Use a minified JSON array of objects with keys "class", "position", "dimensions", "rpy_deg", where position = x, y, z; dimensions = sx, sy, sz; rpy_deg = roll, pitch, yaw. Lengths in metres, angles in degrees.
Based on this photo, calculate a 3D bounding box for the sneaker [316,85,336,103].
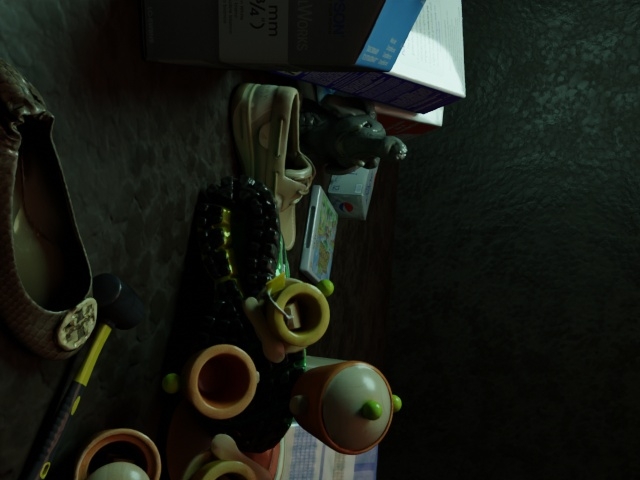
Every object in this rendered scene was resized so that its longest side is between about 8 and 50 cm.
[{"class":"sneaker","position":[0.026,-0.343,1.265],"dimensions":[0.162,0.073,0.063],"rpy_deg":[69,29,-61]}]

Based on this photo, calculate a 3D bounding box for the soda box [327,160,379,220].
[{"class":"soda box","position":[0.095,-0.189,1.565],"dimensions":[0.098,0.091,0.286],"rpy_deg":[79,21,-49]}]

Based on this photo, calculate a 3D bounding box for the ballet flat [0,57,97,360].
[{"class":"ballet flat","position":[-0.209,-0.011,0.454],"dimensions":[0.084,0.058,0.249],"rpy_deg":[-60,152,-58]}]

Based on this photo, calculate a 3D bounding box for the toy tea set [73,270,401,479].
[{"class":"toy tea set","position":[-0.066,0.180,0.596],"dimensions":[0.336,0.124,0.200],"rpy_deg":[-36,101,-29]}]

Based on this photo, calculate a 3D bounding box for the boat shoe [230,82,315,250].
[{"class":"boat shoe","position":[-0.061,-0.097,0.942],"dimensions":[0.109,0.098,0.302],"rpy_deg":[-68,159,-50]}]

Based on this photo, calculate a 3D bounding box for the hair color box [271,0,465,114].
[{"class":"hair color box","position":[0.076,-0.333,0.968],"dimensions":[0.339,0.110,0.185],"rpy_deg":[7,78,-36]}]

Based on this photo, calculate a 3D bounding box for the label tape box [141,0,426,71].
[{"class":"label tape box","position":[0.009,-0.243,0.679],"dimensions":[0.240,0.334,0.105],"rpy_deg":[-42,135,-70]}]

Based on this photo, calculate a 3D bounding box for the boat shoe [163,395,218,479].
[{"class":"boat shoe","position":[-0.160,0.292,0.754],"dimensions":[0.073,0.073,0.206],"rpy_deg":[162,-73,-65]}]

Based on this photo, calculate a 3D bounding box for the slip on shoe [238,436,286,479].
[{"class":"slip on shoe","position":[-0.110,0.246,0.875],"dimensions":[0.101,0.123,0.331],"rpy_deg":[26,68,-51]}]

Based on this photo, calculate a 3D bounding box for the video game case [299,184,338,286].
[{"class":"video game case","position":[0.000,0.000,1.388],"dimensions":[0.212,0.023,0.193],"rpy_deg":[53,44,-70]}]

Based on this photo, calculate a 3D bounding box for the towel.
[{"class":"towel","position":[-0.014,0.433,1.107],"dimensions":[0.285,0.034,0.209],"rpy_deg":[9,84,-34]}]

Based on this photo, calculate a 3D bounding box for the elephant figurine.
[{"class":"elephant figurine","position":[0.039,-0.170,1.028],"dimensions":[0.169,0.240,0.185],"rpy_deg":[73,26,-57]}]

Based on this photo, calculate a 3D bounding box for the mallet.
[{"class":"mallet","position":[-0.214,0.116,0.536],"dimensions":[0.062,0.039,0.189],"rpy_deg":[79,25,-52]}]

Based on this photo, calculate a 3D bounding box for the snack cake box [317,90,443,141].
[{"class":"snack cake box","position":[0.106,-0.250,1.206],"dimensions":[0.264,0.152,0.089],"rpy_deg":[172,-75,-65]}]

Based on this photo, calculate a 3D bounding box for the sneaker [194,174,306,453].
[{"class":"sneaker","position":[-0.079,0.096,0.791],"dimensions":[0.146,0.134,0.343],"rpy_deg":[67,19,-71]}]

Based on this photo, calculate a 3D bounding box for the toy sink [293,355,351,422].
[{"class":"toy sink","position":[0.000,0.366,1.248],"dimensions":[0.131,0.153,0.234],"rpy_deg":[12,82,-77]}]
